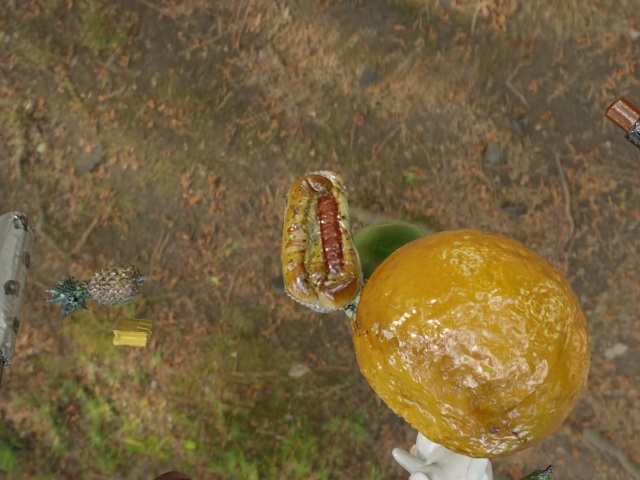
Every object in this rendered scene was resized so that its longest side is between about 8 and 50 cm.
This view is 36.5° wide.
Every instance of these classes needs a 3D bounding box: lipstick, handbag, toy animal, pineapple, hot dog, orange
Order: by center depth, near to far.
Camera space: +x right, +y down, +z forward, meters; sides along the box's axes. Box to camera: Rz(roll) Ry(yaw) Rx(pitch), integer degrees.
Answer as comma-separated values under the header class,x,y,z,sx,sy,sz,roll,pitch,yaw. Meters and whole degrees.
class,x,y,z,sx,sy,sz,roll,pitch,yaw
orange,0.221,0.136,1.381,0.341,0.293,0.340,38,159,17
hot dog,0.000,0.000,1.573,0.131,0.252,0.069,-4,154,1
toy animal,0.202,0.357,1.641,0.141,0.282,0.138,-28,115,5
handbag,-0.323,0.155,1.673,0.061,0.083,0.027,5,104,-2
lipstick,0.636,-0.152,1.728,0.300,0.081,0.081,42,126,8
pineapple,-0.444,0.097,1.962,0.221,0.103,0.083,-13,92,20

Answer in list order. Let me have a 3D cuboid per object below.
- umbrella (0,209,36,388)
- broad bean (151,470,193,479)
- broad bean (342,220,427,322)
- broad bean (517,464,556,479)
class,x,y,z,sx,sy,sz,roll,pitch,yaw
umbrella,-0.548,0.103,1.674,0.073,0.337,0.067,-22,144,35
broad bean,-0.179,0.313,1.042,0.114,0.165,0.084,-37,90,34
broad bean,0.109,0.055,1.733,0.169,0.228,0.100,50,146,16
broad bean,0.323,0.455,1.687,0.214,0.048,0.070,-36,155,16
